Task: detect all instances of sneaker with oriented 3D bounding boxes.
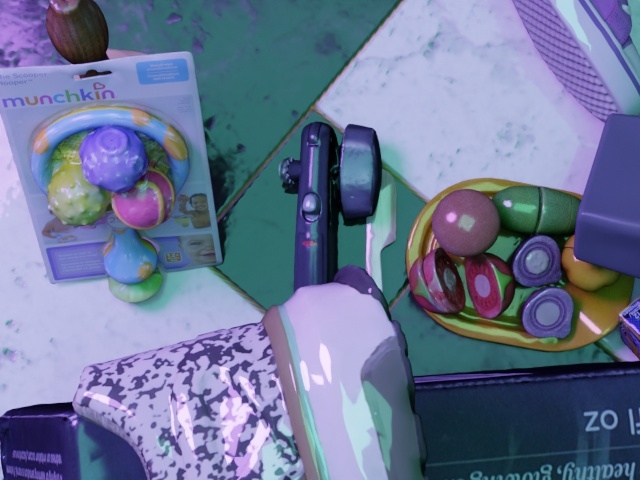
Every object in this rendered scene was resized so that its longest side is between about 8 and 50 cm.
[{"bbox_3d":[-0.031,0.224,0.706,0.182,0.158,0.410,-7,81,-4],"label":"sneaker"},{"bbox_3d":[0.215,-0.237,1.156,0.161,0.102,0.282,-27,85,-6],"label":"sneaker"}]

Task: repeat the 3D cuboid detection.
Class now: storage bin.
[{"bbox_3d":[0.240,-0.035,1.092,0.091,0.098,0.135,12,54,14],"label":"storage bin"}]

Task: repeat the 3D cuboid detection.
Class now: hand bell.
[{"bbox_3d":[-0.161,-0.120,1.067,0.126,0.242,0.126,0,76,2],"label":"hand bell"}]

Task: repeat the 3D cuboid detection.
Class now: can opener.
[{"bbox_3d":[0.000,0.000,1.151,0.073,0.059,0.186,5,86,25],"label":"can opener"}]

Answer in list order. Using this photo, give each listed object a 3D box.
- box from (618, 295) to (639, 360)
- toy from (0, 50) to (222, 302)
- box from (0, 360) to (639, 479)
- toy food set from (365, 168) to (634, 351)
[{"bbox_3d":[0.307,0.032,1.137,0.169,0.059,0.054,-37,63,-4],"label":"box"},{"bbox_3d":[-0.146,-0.030,1.073,0.137,0.237,0.056,-6,55,-2],"label":"toy"},{"bbox_3d":[0.065,0.321,0.938,0.479,0.297,0.472,-3,86,-19],"label":"box"},{"bbox_3d":[0.136,0.013,1.143,0.217,0.071,0.128,9,84,2],"label":"toy food set"}]
